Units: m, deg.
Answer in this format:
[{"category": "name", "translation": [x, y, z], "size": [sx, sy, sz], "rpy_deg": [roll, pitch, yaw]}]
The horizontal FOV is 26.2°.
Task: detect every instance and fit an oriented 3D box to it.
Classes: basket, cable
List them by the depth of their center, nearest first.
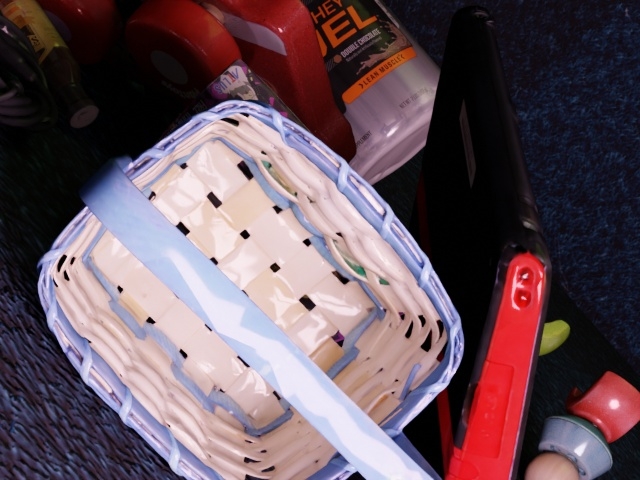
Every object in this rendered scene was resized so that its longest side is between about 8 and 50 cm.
[{"category": "basket", "translation": [-0.041, 0.039, 0.803], "size": [0.255, 0.201, 0.289], "rpy_deg": [47, 3, -13]}, {"category": "cable", "translation": [-0.250, -0.133, 0.987], "size": [0.150, 0.047, 0.184], "rpy_deg": [46, 9, -38]}]

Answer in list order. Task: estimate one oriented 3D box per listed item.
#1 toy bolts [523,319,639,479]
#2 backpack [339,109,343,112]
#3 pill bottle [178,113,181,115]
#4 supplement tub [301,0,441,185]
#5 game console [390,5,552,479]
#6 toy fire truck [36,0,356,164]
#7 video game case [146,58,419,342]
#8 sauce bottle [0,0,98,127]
[{"category": "toy bolts", "translation": [0.219, 0.192, 1.535], "size": [0.228, 0.158, 0.218], "rpy_deg": [40, -29, 4]}, {"category": "backpack", "translation": [-0.055, -0.123, 1.491], "size": [0.120, 0.101, 0.098], "rpy_deg": [19, -4, 23]}, {"category": "pill bottle", "translation": [-0.092, -0.129, 1.401], "size": [0.152, 0.086, 0.086], "rpy_deg": [52, 13, 10]}, {"category": "supplement tub", "translation": [0.006, -0.246, 1.812], "size": [0.338, 0.207, 0.207], "rpy_deg": [50, 12, 8]}, {"category": "game console", "translation": [0.106, 0.053, 1.002], "size": [0.060, 0.342, 0.386], "rpy_deg": [7, 31, -4]}, {"category": "toy fire truck", "translation": [-0.119, -0.180, 1.233], "size": [0.302, 0.169, 0.254], "rpy_deg": [22, -28, 26]}, {"category": "video game case", "translation": [-0.040, -0.012, 1.039], "size": [0.210, 0.042, 0.232], "rpy_deg": [48, -26, -6]}, {"category": "sauce bottle", "translation": [-0.220, -0.146, 1.109], "size": [0.128, 0.042, 0.042], "rpy_deg": [53, 13, 24]}]
